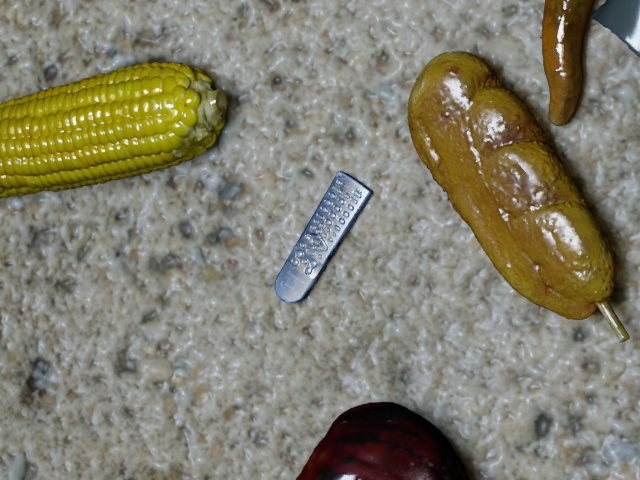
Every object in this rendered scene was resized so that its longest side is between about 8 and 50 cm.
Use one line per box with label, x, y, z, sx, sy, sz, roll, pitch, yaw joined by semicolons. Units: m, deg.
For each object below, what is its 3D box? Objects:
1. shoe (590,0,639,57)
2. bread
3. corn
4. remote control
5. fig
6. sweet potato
shoe;0.309;-0.204;1.864;0.093;0.108;0.241;-1;96;16
bread;0.208;-0.040;1.927;0.344;0.084;0.124;55;131;10
corn;-0.267;-0.117;2.090;0.363;0.120;0.120;-9;90;22
remote control;-0.001;0.000;2.041;0.043;0.027;0.152;36;103;22
fig;0.091;0.289;1.944;0.250;0.186;0.203;29;85;10
sweet potato;0.252;-0.246;1.914;0.057;0.057;0.264;15;104;20
